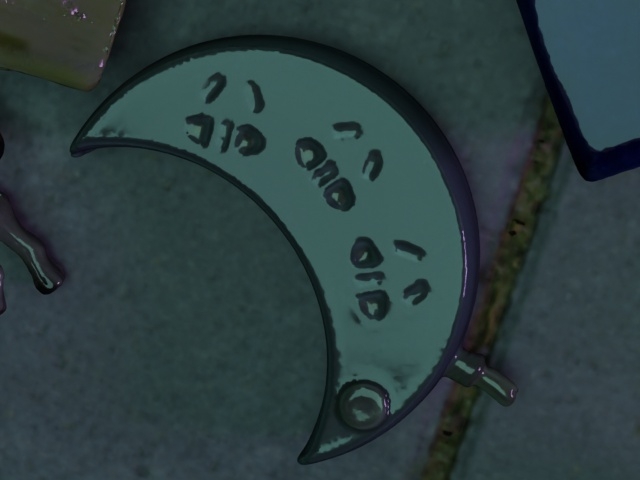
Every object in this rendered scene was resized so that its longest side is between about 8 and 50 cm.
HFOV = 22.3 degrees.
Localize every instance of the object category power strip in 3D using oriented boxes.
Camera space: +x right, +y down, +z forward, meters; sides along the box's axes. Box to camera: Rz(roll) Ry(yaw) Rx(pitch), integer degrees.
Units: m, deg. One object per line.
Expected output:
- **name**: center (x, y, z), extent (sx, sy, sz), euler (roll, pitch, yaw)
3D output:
- **power strip**: center (0.000, 0.000, 0.832), extent (0.167, 0.054, 0.253), euler (-39, 91, 16)

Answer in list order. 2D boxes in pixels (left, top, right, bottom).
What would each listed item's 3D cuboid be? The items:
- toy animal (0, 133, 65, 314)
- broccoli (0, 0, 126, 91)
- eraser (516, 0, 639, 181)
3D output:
- **toy animal**: center (-0.265, 0.024, 0.872), extent (0.255, 0.090, 0.170), euler (-22, 92, 11)
- **broccoli**: center (-0.210, -0.153, 0.797), extent (0.243, 0.263, 0.247), euler (25, 140, -20)
- **eraser**: center (0.252, -0.149, 0.731), extent (0.332, 0.101, 0.155), euler (-19, 96, 13)
